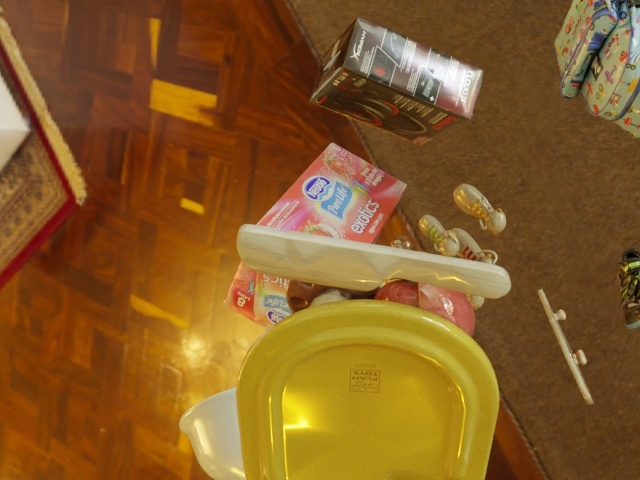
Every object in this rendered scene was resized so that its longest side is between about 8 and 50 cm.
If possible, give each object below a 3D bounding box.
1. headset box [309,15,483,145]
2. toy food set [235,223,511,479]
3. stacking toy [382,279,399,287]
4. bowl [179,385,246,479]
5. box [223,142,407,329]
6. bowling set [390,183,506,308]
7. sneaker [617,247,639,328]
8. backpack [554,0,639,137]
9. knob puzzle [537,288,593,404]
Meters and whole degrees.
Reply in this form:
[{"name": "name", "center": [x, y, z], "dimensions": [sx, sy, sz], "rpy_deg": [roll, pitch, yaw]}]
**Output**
[{"name": "headset box", "center": [0.154, -0.293, 1.451], "dimensions": [0.218, 0.293, 0.110], "rpy_deg": [161, 126, -71]}, {"name": "toy food set", "center": [0.025, 0.067, 0.391], "dimensions": [0.128, 0.071, 0.218], "rpy_deg": [3, 126, 3]}, {"name": "stacking toy", "center": [0.120, 0.116, 1.586], "dimensions": [0.221, 0.052, 0.167], "rpy_deg": [22, 150, 48]}, {"name": "bowl", "center": [-0.063, 0.318, 1.165], "dimensions": [0.298, 0.298, 0.134], "rpy_deg": [-34, 58, 34]}, {"name": "box", "center": [0.000, 0.000, 1.101], "dimensions": [0.142, 0.300, 0.154], "rpy_deg": [30, 126, 5]}, {"name": "bowling set", "center": [0.261, 0.041, 1.571], "dimensions": [0.154, 0.200, 0.287], "rpy_deg": [-128, 28, -50]}, {"name": "sneaker", "center": [0.465, 0.068, 1.101], "dimensions": [0.067, 0.188, 0.078], "rpy_deg": [-25, 104, 25]}, {"name": "backpack", "center": [0.358, -0.215, 0.890], "dimensions": [0.117, 0.173, 0.158], "rpy_deg": [9, 145, -3]}, {"name": "knob puzzle", "center": [0.437, 0.197, 1.287], "dimensions": [0.030, 0.213, 0.213], "rpy_deg": [-24, 83, 15]}]
